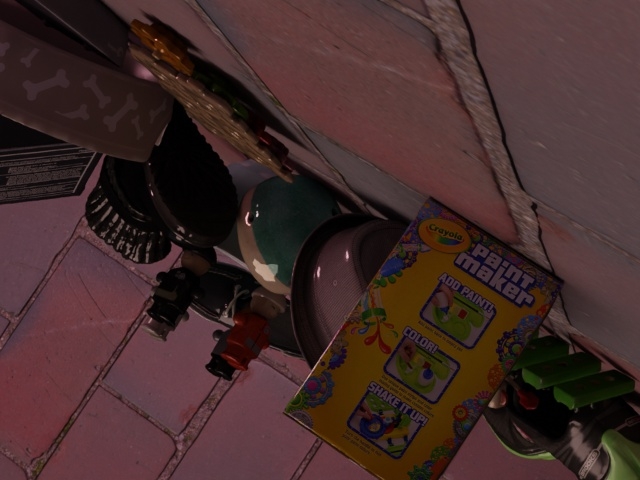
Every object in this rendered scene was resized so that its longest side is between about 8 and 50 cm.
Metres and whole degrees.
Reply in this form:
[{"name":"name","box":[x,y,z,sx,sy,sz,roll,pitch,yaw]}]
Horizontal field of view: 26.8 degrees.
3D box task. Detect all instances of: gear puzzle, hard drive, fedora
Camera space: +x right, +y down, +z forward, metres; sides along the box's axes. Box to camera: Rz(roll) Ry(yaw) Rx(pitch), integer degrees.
[{"name":"gear puzzle","box":[-0.137,-0.182,1.592,0.175,0.044,0.339,34,174,27]},{"name":"hard drive","box":[-0.343,-0.305,1.599,0.172,0.054,0.255,32,177,32]},{"name":"fedora","box":[0.088,0.083,1.774,0.244,0.275,0.124,-5,165,-28]}]

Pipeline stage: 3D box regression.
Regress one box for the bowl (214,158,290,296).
[{"name":"bowl","box":[-0.089,-0.024,2.285,0.311,0.163,0.311,34,177,2]}]

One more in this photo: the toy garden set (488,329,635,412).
[{"name":"toy garden set","box":[0.276,0.192,1.870,0.204,0.049,0.244,-11,-158,-28]}]

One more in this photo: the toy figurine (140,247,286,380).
[{"name":"toy figurine","box":[-0.175,0.114,2.186,0.213,0.148,0.209,30,161,-3]}]

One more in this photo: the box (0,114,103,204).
[{"name":"box","box":[-0.495,-0.176,2.047,0.296,0.183,0.294,-8,169,-22]}]

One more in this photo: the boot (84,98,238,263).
[{"name":"boot","box":[-0.247,-0.044,2.054,0.131,0.260,0.348,0,-138,-28]}]

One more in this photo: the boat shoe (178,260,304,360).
[{"name":"boat shoe","box":[-0.116,0.118,2.344,0.302,0.114,0.091,22,179,-5]}]

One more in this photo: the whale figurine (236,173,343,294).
[{"name":"whale figurine","box":[0.000,0.000,2.001,0.141,0.216,0.272,-25,147,32]}]

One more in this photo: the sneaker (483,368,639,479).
[{"name":"sneaker","box":[0.383,0.261,2.172,0.202,0.185,0.483,53,168,-15]}]

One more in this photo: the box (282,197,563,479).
[{"name":"box","box":[0.122,0.132,1.534,0.177,0.279,0.290,33,177,11]}]

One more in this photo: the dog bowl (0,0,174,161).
[{"name":"dog bowl","box":[-0.347,-0.222,1.761,0.349,0.102,0.349,24,-169,-5]}]
